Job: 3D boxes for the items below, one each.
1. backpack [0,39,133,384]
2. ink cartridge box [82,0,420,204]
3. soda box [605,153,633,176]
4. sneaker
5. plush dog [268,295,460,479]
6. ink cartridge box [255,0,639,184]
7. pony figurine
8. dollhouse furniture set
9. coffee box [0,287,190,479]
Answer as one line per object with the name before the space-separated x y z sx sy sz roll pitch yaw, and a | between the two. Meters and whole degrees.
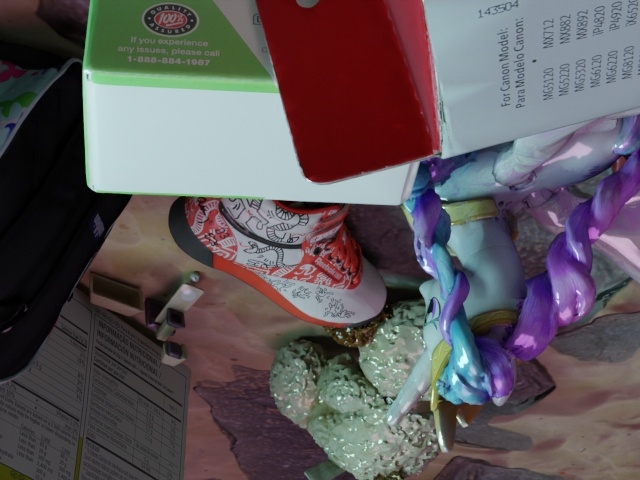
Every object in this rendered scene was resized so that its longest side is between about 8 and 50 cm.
backpack | -0.280 -0.019 1.030 0.191 0.253 0.225 12 151 16
ink cartridge box | -0.041 -0.165 0.796 0.198 0.273 0.115 2 145 -7
soda box | 0.380 -0.103 1.091 0.263 0.083 0.092 -6 147 4
sneaker | -0.001 0.001 1.222 0.270 0.090 0.145 26 140 -33
plush dog | 0.092 0.160 1.412 0.262 0.210 0.225 8 122 -16
ink cartridge box | 0.081 -0.209 0.659 0.272 0.309 0.130 -16 147 0
pony figurine | 0.168 -0.066 0.863 0.351 0.363 0.303 -26 142 22
dollhouse furniture set | -0.182 0.064 1.330 0.114 0.091 0.081 23 124 -29
coffee box | -0.378 0.249 1.358 0.338 0.334 0.338 -18 142 25
